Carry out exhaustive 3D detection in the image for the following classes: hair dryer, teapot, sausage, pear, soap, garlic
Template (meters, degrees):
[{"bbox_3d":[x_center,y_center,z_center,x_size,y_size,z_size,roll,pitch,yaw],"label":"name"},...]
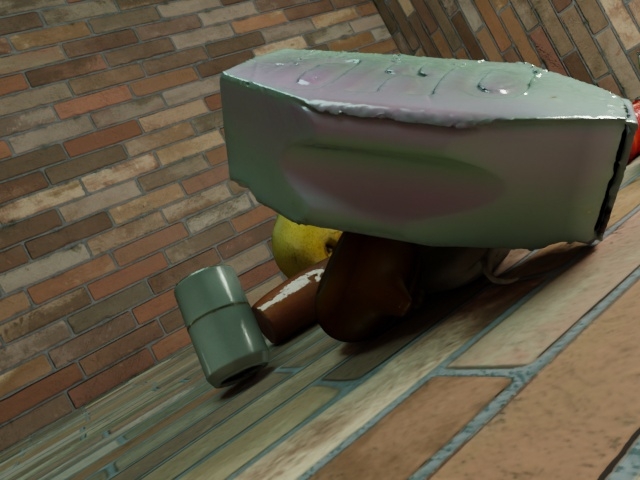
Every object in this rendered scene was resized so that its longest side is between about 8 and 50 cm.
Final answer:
[{"bbox_3d":[-0.148,0.179,0.921,0.107,0.173,0.357,-24,-20,-5],"label":"hair dryer"},{"bbox_3d":[0.072,0.051,0.669,0.178,0.135,0.252,-62,2,6],"label":"teapot"},{"bbox_3d":[-0.014,0.108,1.041,0.259,0.114,0.113,-30,0,-22],"label":"sausage"},{"bbox_3d":[0.000,0.000,1.507,0.314,0.314,0.314,-28,0,0],"label":"pear"},{"bbox_3d":[0.102,-0.122,0.602,0.446,0.156,0.261,12,34,21],"label":"soap"},{"bbox_3d":[0.196,0.005,0.664,0.128,0.149,0.266,9,-14,-11],"label":"garlic"}]

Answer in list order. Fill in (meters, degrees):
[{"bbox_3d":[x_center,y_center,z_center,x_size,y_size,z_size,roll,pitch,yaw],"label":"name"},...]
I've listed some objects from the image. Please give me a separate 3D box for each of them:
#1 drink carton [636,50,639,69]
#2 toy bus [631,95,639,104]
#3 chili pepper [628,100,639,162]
[{"bbox_3d":[0.889,-0.418,1.150,0.270,0.108,0.161,-9,5,7],"label":"drink carton"},{"bbox_3d":[0.746,-0.283,1.153,0.195,0.081,0.089,-28,9,-30],"label":"toy bus"},{"bbox_3d":[0.617,-0.219,0.918,0.368,0.092,0.137,-32,15,-5],"label":"chili pepper"}]
